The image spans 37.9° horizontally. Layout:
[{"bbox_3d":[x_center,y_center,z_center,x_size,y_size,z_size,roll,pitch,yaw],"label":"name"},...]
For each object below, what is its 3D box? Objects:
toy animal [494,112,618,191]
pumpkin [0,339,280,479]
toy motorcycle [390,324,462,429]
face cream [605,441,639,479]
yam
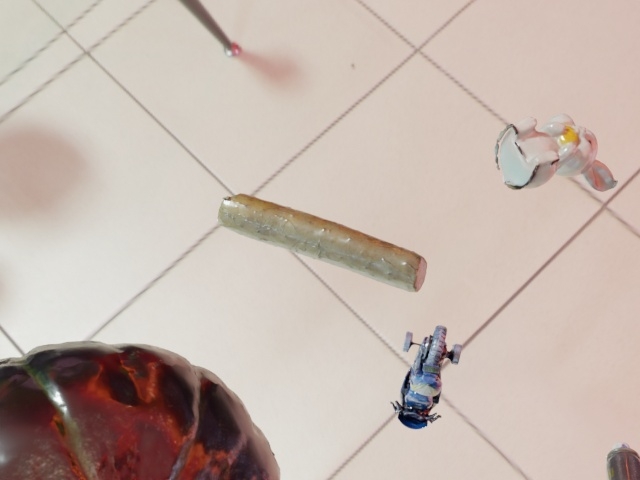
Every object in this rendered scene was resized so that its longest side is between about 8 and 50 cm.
[{"bbox_3d":[0.241,-0.086,0.942,0.124,0.085,0.071,-16,47,-26],"label":"toy animal"},{"bbox_3d":[-0.118,0.159,0.475,0.221,0.162,0.220,1,87,-24],"label":"pumpkin"},{"bbox_3d":[0.164,0.221,1.476,0.092,0.254,0.135,14,68,5],"label":"toy motorcycle"},{"bbox_3d":[0.591,0.498,1.789,0.073,0.073,0.283,10,33,6],"label":"face cream"},{"bbox_3d":[0.000,0.000,1.567,0.372,0.083,0.083,19,71,17],"label":"yam"}]
